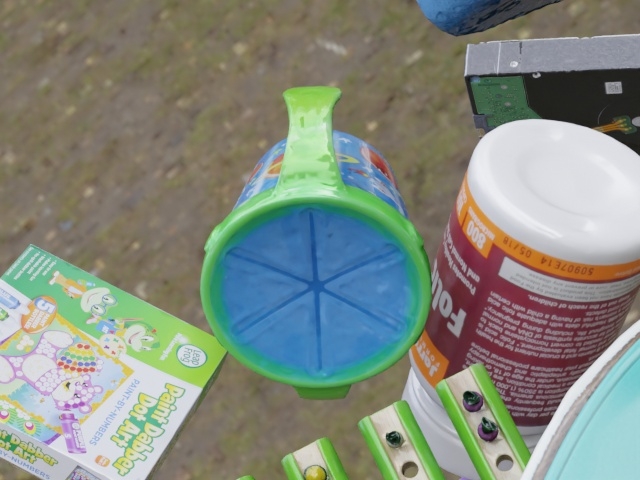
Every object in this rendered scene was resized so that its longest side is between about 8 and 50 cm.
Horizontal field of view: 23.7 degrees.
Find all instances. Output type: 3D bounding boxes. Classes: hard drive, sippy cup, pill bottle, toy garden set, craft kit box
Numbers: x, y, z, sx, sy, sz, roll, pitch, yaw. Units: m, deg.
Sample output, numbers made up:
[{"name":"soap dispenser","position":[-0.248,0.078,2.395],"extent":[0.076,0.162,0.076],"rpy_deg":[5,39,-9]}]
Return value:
[{"name":"hard drive","position":[0.375,-0.180,2.035],"extent":[0.338,0.237,0.064],"rpy_deg":[-2,58,15]},{"name":"sippy cup","position":[0.000,0.000,1.610],"extent":[0.305,0.240,0.224],"rpy_deg":[-53,15,26]},{"name":"pill bottle","position":[0.227,0.078,1.735],"extent":[0.224,0.224,0.392],"rpy_deg":[-87,10,-50]},{"name":"toy garden set","position":[0.056,0.228,1.143],"extent":[0.244,0.049,0.204],"rpy_deg":[-26,66,0]},{"name":"craft kit box","position":[-0.249,0.137,1.543],"extent":[0.061,0.246,0.250],"rpy_deg":[-63,-2,37]}]

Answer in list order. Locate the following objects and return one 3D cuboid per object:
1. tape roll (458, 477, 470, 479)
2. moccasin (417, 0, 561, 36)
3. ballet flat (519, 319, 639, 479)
[{"name":"tape roll","position":[0.254,0.405,1.846],"extent":[0.274,0.090,0.275],"rpy_deg":[-1,59,2]},{"name":"moccasin","position":[0.181,-0.237,0.992],"extent":[0.342,0.117,0.137],"rpy_deg":[-22,-14,-42]},{"name":"ballet flat","position":[0.126,0.207,0.641],"extent":[0.139,0.139,0.400],"rpy_deg":[-11,46,40]}]
